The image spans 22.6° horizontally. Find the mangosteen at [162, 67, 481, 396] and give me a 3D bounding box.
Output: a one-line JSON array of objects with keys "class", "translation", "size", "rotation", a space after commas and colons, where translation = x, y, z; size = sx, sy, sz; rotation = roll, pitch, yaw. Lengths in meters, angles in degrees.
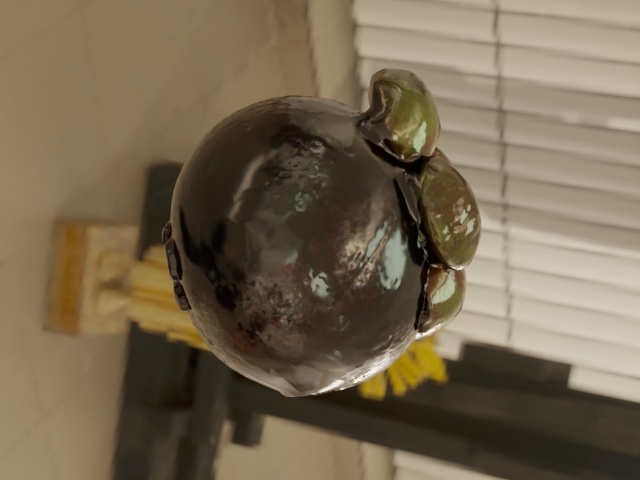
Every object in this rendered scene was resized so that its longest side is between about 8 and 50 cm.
[{"class": "mangosteen", "translation": [0.000, 0.000, 1.029], "size": [0.210, 0.210, 0.209], "rotation": [-32, 126, -57]}]
